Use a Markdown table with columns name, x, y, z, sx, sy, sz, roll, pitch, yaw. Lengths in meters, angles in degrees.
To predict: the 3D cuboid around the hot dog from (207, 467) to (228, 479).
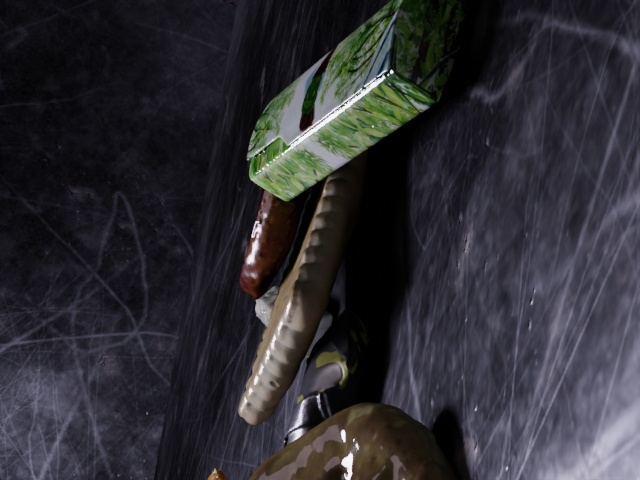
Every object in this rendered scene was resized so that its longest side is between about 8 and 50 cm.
| name | x | y | z | sx | sy | sz | roll | pitch | yaw |
| --- | --- | --- | --- | --- | --- | --- | --- | --- | --- |
| hot dog | -0.143 | 0.399 | 1.601 | 0.076 | 0.102 | 0.249 | -8 | 66 | 35 |

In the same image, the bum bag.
| name | x | y | z | sx | sy | sz | roll | pitch | yaw |
| --- | --- | --- | --- | --- | --- | --- | --- | --- | --- |
| bum bag | -0.001 | 0.172 | 1.127 | 0.107 | 0.060 | 0.232 | -154 | 76 | -82 |

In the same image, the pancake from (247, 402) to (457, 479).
| name | x | y | z | sx | sy | sz | roll | pitch | yaw |
| --- | --- | --- | --- | --- | --- | --- | --- | --- | --- |
| pancake | -0.013 | 0.239 | 0.846 | 0.294 | 0.049 | 0.294 | -34 | 34 | 27 |

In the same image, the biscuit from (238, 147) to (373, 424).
| name | x | y | z | sx | sy | sz | roll | pitch | yaw |
| --- | --- | --- | --- | --- | --- | --- | --- | --- | --- |
| biscuit | 0.000 | 0.000 | 1.245 | 0.217 | 0.044 | 0.325 | 117 | 173 | -49 |

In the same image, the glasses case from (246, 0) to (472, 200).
| name | x | y | z | sx | sy | sz | roll | pitch | yaw |
| --- | --- | --- | --- | --- | --- | --- | --- | --- | --- |
| glasses case | 0.021 | -0.121 | 1.115 | 0.272 | 0.062 | 0.095 | -31 | 32 | 59 |

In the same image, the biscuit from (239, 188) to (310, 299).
| name | x | y | z | sx | sy | sz | roll | pitch | yaw |
| --- | --- | --- | --- | --- | --- | --- | --- | --- | --- |
| biscuit | -0.039 | -0.033 | 1.326 | 0.192 | 0.049 | 0.192 | 16 | -90 | -88 |

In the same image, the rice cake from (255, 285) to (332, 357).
| name | x | y | z | sx | sy | sz | roll | pitch | yaw |
| --- | --- | --- | --- | --- | --- | --- | --- | --- | --- |
| rice cake | -0.031 | 0.083 | 1.438 | 0.057 | 0.052 | 0.256 | -48 | 10 | -3 |
